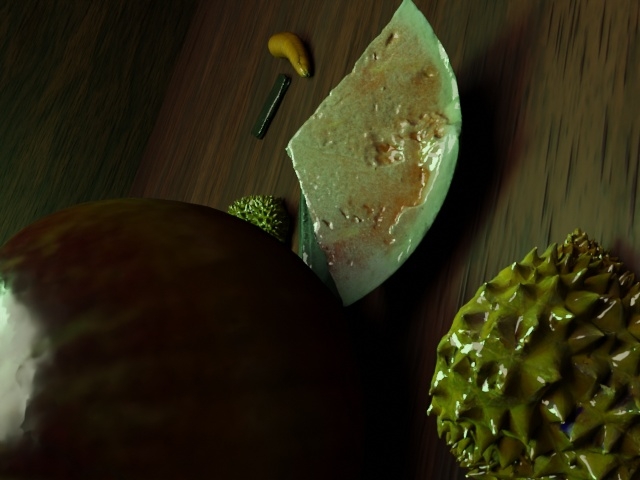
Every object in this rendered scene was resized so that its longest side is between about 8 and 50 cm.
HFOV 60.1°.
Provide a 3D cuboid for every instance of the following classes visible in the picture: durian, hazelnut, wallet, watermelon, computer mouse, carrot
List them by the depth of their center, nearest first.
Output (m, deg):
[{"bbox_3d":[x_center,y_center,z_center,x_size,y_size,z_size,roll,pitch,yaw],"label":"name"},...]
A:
[{"bbox_3d":[0.156,0.097,0.382,0.182,0.165,0.132,-36,-7,12],"label":"durian"},{"bbox_3d":[-0.141,0.168,0.544,0.402,0.401,0.430,-26,63,53],"label":"hazelnut"},{"bbox_3d":[0.065,-0.100,0.615,0.260,0.176,0.256,-44,35,12],"label":"watermelon"},{"bbox_3d":[0.006,0.002,0.733,0.113,0.068,0.229,100,169,-58],"label":"computer mouse"},{"bbox_3d":[-0.117,-0.007,0.950,0.147,0.102,0.208,-56,32,9],"label":"durian"},{"bbox_3d":[-0.061,-0.415,1.209,0.066,0.062,0.271,-33,34,-4],"label":"carrot"},{"bbox_3d":[-0.116,-0.306,1.262,0.157,0.018,0.082,-63,26,8],"label":"wallet"}]
